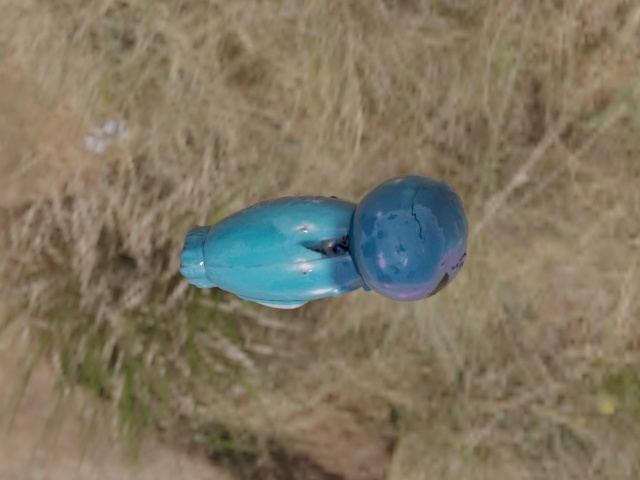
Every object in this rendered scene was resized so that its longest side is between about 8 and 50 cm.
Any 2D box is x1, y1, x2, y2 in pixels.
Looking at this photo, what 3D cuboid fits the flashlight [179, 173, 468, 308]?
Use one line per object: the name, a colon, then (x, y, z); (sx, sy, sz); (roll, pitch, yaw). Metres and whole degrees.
flashlight: (0.000, 0.000, 0.706); (0.129, 0.051, 0.051); (-2, 133, 37)
